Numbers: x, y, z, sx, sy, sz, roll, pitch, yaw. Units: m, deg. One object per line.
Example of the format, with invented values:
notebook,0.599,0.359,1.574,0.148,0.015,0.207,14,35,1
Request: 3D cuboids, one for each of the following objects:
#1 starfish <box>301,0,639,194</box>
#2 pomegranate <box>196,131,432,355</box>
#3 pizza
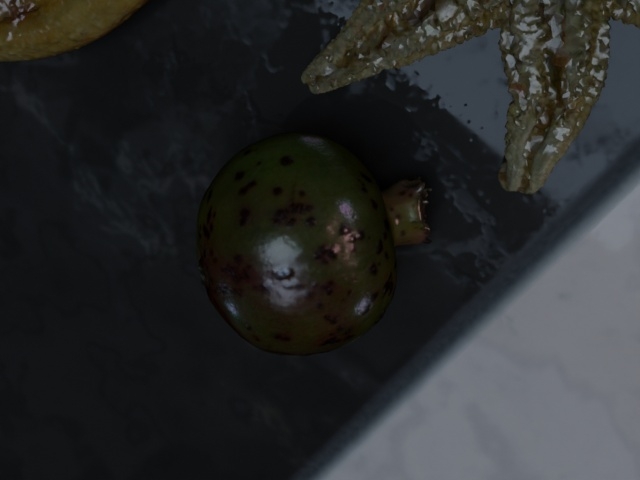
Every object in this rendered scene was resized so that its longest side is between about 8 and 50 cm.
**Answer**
starfish,0.088,-0.138,0.450,0.295,0.048,0.231,38,117,2
pomegranate,-0.006,0.003,0.499,0.130,0.130,0.130,6,114,14
pizza,-0.203,-0.161,0.523,0.247,0.058,0.127,16,115,8
